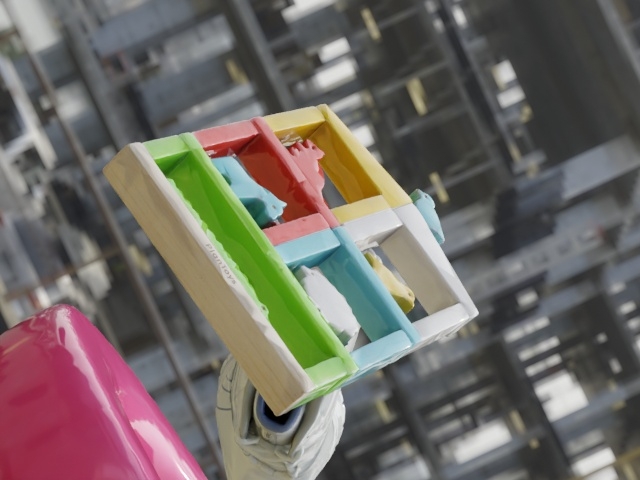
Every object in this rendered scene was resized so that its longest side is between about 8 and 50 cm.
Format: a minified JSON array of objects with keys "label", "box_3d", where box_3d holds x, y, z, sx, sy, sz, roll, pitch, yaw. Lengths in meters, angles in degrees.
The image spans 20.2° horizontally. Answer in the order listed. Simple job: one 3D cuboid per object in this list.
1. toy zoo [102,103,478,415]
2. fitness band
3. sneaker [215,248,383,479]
[{"label":"toy zoo","box_3d":[0.000,0.000,1.211,0.192,0.030,0.293,54,30,10]},{"label":"fitness band","box_3d":[0.005,0.138,0.354,0.291,0.054,0.209,56,-2,29]},{"label":"sneaker","box_3d":[-0.035,0.123,1.387,0.129,0.111,0.297,-70,174,-45]}]
